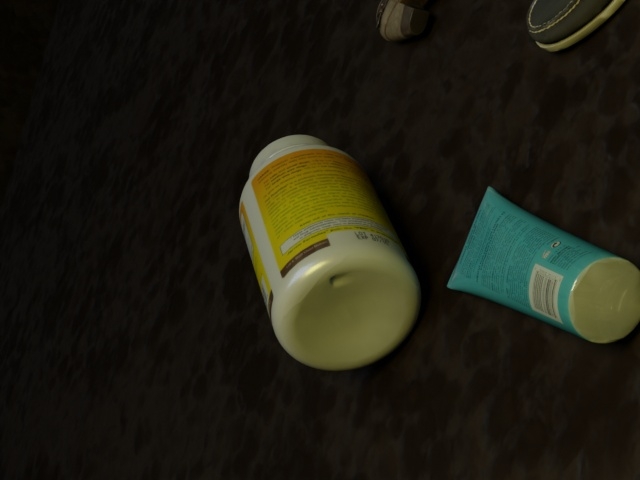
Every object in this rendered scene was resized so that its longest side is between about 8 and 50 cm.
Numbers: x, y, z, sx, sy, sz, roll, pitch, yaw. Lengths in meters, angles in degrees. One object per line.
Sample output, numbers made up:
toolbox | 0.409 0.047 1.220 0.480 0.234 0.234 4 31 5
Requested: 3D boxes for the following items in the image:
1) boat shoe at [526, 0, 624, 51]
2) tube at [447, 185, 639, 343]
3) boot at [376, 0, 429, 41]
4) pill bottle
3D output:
boat shoe | 0.196 -0.219 0.854 0.206 0.065 0.075 -51 32 35
tube | 0.137 0.016 0.828 0.080 0.052 0.207 -63 21 3
boot | 0.083 -0.232 1.115 0.118 0.042 0.087 -65 24 10
pill bottle | 0.000 0.000 1.023 0.117 0.117 0.215 -58 28 23
